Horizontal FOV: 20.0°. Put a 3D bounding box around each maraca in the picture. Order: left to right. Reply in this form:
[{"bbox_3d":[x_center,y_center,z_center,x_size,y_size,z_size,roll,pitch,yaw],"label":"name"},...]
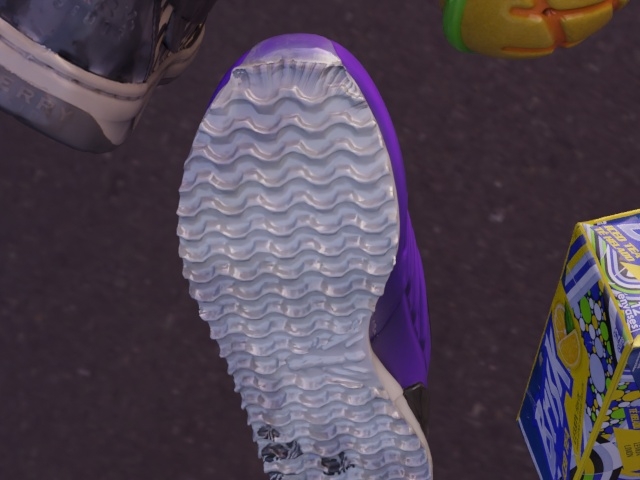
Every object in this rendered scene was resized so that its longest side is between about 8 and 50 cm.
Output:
[{"bbox_3d":[0.125,-0.166,0.902,0.099,0.127,0.186,45,118,20],"label":"maraca"}]

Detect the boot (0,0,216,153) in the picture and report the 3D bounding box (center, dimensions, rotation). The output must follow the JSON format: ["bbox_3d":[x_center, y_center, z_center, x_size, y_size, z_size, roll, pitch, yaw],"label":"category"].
[{"bbox_3d":[-0.066,-0.223,0.908,0.284,0.138,0.377,-58,8,19],"label":"boot"}]

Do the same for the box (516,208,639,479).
[{"bbox_3d":[0.125,0.054,0.746,0.054,0.169,0.059,-12,59,-11],"label":"box"}]

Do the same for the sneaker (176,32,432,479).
[{"bbox_3d":[-0.001,0.000,0.901,0.102,0.293,0.146,-2,42,8],"label":"sneaker"}]
